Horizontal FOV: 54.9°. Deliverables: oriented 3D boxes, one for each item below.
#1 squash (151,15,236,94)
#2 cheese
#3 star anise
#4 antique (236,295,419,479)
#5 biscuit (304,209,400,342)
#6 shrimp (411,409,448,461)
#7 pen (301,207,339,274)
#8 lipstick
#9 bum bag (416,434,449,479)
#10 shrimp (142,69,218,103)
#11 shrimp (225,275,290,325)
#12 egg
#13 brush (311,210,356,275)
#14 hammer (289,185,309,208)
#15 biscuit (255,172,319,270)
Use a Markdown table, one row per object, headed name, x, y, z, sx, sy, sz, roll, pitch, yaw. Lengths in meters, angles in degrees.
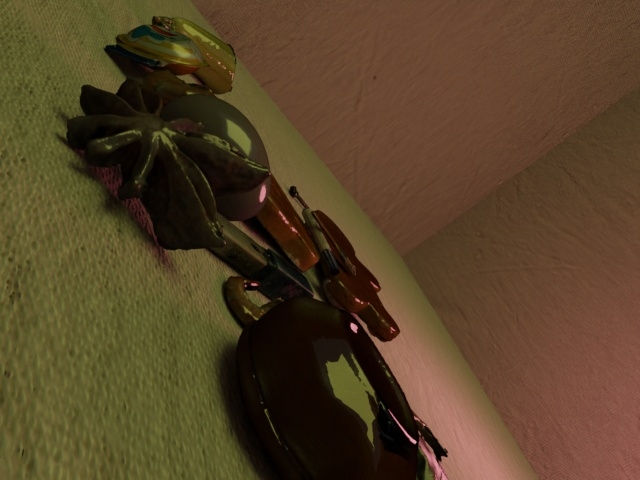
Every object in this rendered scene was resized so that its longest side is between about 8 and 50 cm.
| name | x | y | z | sx | sy | sz | roll | pitch | yaw |
| --- | --- | --- | --- | --- | --- | --- | --- | --- | --- |
| squash | -0.327 | -0.516 | 1.599 | 0.287 | 0.137 | 0.137 | 39 | 17 | -51 |
| cheese | -0.308 | -0.356 | 1.166 | 0.177 | 0.069 | 0.270 | 22 | 24 | 0 |
| star anise | -0.189 | -0.094 | 0.728 | 0.258 | 0.110 | 0.198 | 38 | 34 | 2 |
| antique | 0.012 | 0.177 | 0.662 | 0.223 | 0.129 | 0.278 | 49 | 12 | -39 |
| biscuit | 0.048 | 0.068 | 1.472 | 0.283 | 0.064 | 0.432 | 41 | 14 | -33 |
| shrimp | 0.176 | 0.366 | 1.054 | 0.152 | 0.046 | 0.219 | 42 | 13 | -38 |
| pen | 0.000 | 0.000 | 1.313 | 0.025 | 0.025 | 0.204 | 45 | 13 | -44 |
| lipstick | -0.118 | 0.014 | 0.885 | 0.312 | 0.051 | 0.051 | 41 | 16 | -45 |
| bum bag | 0.126 | 0.315 | 0.909 | 0.248 | 0.069 | 0.102 | 61 | 10 | 29 |
| shrimp | -0.251 | -0.273 | 1.138 | 0.145 | 0.061 | 0.267 | 10 | 8 | -15 |
| shrimp | -0.085 | 0.086 | 0.843 | 0.095 | 0.045 | 0.162 | 34 | 11 | 10 |
| egg | -0.152 | -0.117 | 0.883 | 0.198 | 0.146 | 0.146 | 50 | 9 | -5 |
| brush | 0.028 | 0.005 | 1.333 | 0.170 | 0.014 | 0.043 | 55 | 9 | -14 |
| hammer | -0.032 | -0.088 | 1.799 | 0.178 | 0.021 | 0.065 | 49 | 9 | -28 |
| biscuit | -0.109 | -0.081 | 1.215 | 0.343 | 0.057 | 0.287 | 56 | 5 | -15 |
